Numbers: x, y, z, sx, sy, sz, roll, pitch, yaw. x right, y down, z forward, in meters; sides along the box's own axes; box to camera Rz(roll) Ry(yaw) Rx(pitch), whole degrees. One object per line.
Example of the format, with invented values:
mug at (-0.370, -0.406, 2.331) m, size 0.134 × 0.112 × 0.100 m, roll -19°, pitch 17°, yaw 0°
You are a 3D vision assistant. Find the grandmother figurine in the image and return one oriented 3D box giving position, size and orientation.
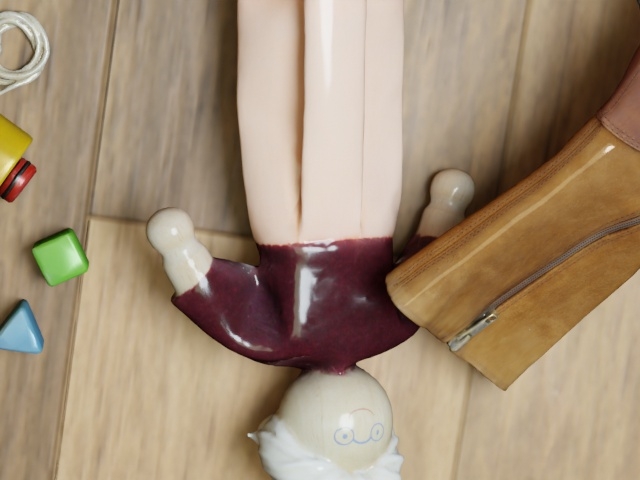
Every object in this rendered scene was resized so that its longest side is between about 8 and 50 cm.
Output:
grandmother figurine at (0.000, 0.000, 1.089) m, size 0.207 × 0.104 × 0.343 m, roll -5°, pitch 98°, yaw -12°

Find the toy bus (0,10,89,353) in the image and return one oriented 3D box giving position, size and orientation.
toy bus at (-0.237, -0.018, 1.058) m, size 0.190 × 0.104 × 0.202 m, roll -10°, pitch 100°, yaw -5°

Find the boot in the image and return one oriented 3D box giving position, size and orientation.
boot at (0.208, -0.001, 1.094) m, size 0.280 × 0.096 × 0.264 m, roll -45°, pitch 143°, yaw 12°

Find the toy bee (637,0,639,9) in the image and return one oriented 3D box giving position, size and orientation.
toy bee at (0.110, -0.237, 1.054) m, size 0.195 × 0.298 × 0.162 m, roll -11°, pitch 59°, yaw 31°
